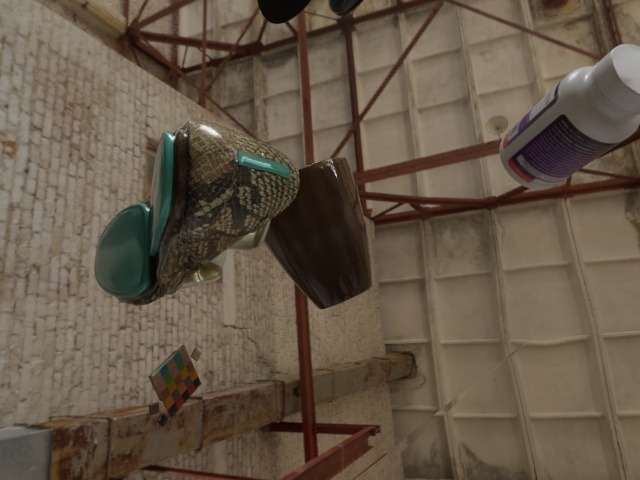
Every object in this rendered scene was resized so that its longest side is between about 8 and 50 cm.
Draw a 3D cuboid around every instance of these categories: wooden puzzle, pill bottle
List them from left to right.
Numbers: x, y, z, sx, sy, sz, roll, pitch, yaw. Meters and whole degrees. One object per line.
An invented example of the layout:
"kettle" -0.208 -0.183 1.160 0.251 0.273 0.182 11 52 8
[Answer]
"wooden puzzle" -0.144 0.139 0.424 0.006 0.083 0.049 -9 -72 25
"pill bottle" 0.338 -0.156 0.564 0.108 0.193 0.108 4 -111 -11

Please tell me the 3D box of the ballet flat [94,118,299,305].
"ballet flat" -0.182 -0.003 0.591 0.483 0.182 0.163 -25 -115 52

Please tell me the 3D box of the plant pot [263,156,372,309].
"plant pot" 0.000 0.000 0.783 0.215 0.215 0.230 -26 -94 21

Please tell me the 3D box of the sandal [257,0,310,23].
"sandal" -0.007 -0.311 0.453 0.179 0.067 0.040 -39 -152 24

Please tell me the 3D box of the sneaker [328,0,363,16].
"sneaker" 0.070 -0.603 0.813 0.330 0.146 0.122 -53 -133 44
